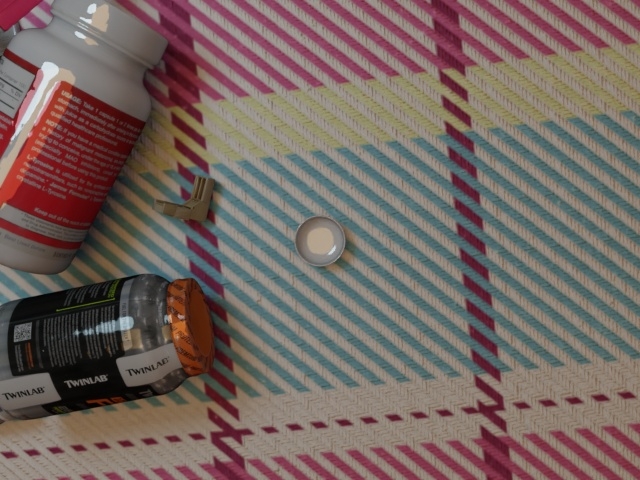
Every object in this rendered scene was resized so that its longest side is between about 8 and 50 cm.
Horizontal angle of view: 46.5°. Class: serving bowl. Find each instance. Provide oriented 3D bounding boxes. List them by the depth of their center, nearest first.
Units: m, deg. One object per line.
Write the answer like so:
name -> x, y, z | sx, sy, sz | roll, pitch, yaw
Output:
serving bowl -> 0.000, 0.000, 1.216 | 0.083, 0.027, 0.083 | 0, 92, 5

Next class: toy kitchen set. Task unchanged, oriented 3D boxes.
toy kitchen set -> -0.233, -0.077, 1.218 | 0.068, 0.083, 0.075 | 17, 94, 46

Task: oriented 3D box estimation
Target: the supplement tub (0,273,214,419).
supplement tub -> -0.339, 0.162, 1.168 | 0.316, 0.193, 0.193 | -12, 91, 6

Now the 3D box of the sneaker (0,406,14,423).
sneaker -> -0.602, 0.192, 1.236 | 0.115, 0.105, 0.281 | -32, 86, 11

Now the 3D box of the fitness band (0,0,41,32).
fitness band -> -0.461, -0.423, 1.169 | 0.291, 0.209, 0.054 | -37, 128, 6

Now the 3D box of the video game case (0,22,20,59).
video game case -> -0.590, -0.288, 1.263 | 0.190, 0.022, 0.173 | -13, 90, 4

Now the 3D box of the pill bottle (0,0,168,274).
pill bottle -> -0.407, -0.171, 1.146 | 0.229, 0.229, 0.407 | 30, 94, 3
